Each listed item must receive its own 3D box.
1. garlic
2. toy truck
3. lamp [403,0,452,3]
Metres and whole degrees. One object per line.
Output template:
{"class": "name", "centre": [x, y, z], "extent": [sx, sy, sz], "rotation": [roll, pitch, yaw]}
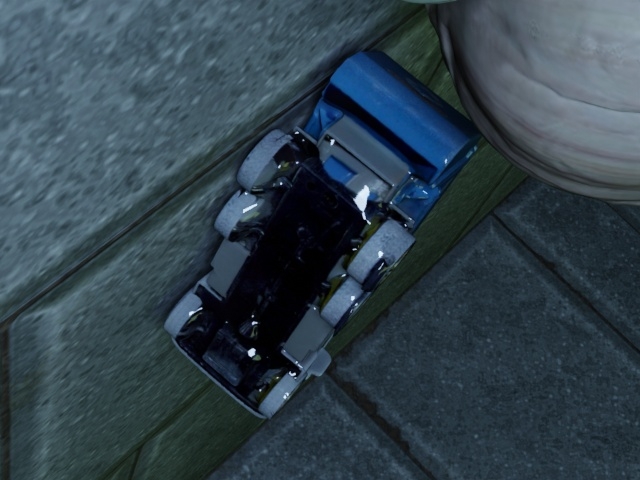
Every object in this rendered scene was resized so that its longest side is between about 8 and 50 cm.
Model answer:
{"class": "garlic", "centre": [0.189, -0.165, 0.716], "extent": [0.317, 0.259, 0.317], "rotation": [10, 90, -88]}
{"class": "toy truck", "centre": [0.000, 0.000, 0.984], "extent": [0.175, 0.146, 0.367], "rotation": [-42, 171, -45]}
{"class": "lamp", "centre": [0.043, -0.184, 0.555], "extent": [0.106, 0.106, 0.193], "rotation": [-47, 161, 8]}
